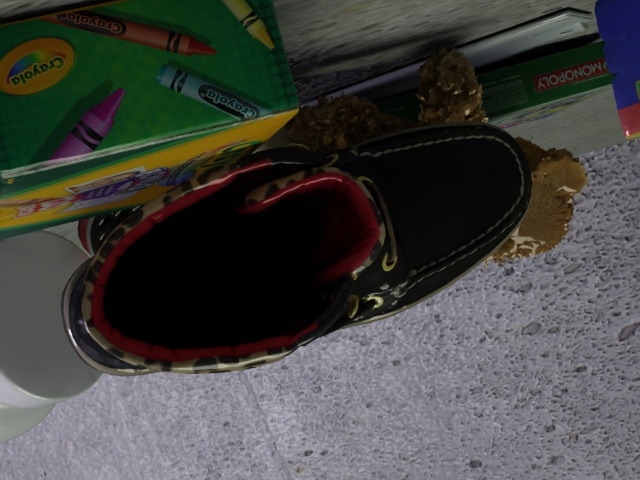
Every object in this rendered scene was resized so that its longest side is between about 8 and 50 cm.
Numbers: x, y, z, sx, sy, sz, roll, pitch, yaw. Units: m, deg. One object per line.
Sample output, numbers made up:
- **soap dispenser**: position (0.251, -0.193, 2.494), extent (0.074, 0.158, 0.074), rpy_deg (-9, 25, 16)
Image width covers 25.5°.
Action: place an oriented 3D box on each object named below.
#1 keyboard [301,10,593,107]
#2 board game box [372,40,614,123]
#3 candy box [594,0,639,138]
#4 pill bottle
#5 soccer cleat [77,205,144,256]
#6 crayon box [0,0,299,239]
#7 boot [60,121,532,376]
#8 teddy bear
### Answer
- **keyboard**: position (0.106, -0.153, 1.220), extent (0.256, 0.014, 0.072), rpy_deg (-17, 171, 28)
- **board game box**: position (0.114, -0.119, 1.377), extent (0.317, 0.046, 0.213), rpy_deg (-16, 179, -14)
- **candy box**: position (0.415, -0.182, 1.127), extent (0.268, 0.122, 0.317), rpy_deg (-17, 175, 41)
- **pill bottle**: position (-0.415, 0.117, 1.512), extent (0.407, 0.229, 0.229), rpy_deg (-17, 177, 39)
- **soccer cleat**: position (-0.101, -0.044, 1.497), extent (0.318, 0.109, 0.116), rpy_deg (-15, -163, -19)
- **crayon box**: position (-0.128, -0.071, 0.860), extent (0.165, 0.081, 0.278), rpy_deg (-15, 177, -15)
- **boot**: position (0.000, 0.000, 0.972), extent (0.377, 0.138, 0.284), rpy_deg (-16, 178, -8)
- **teddy bear**: position (0.053, -0.056, 1.208), extent (0.338, 0.245, 0.113), rpy_deg (-11, -140, -10)
